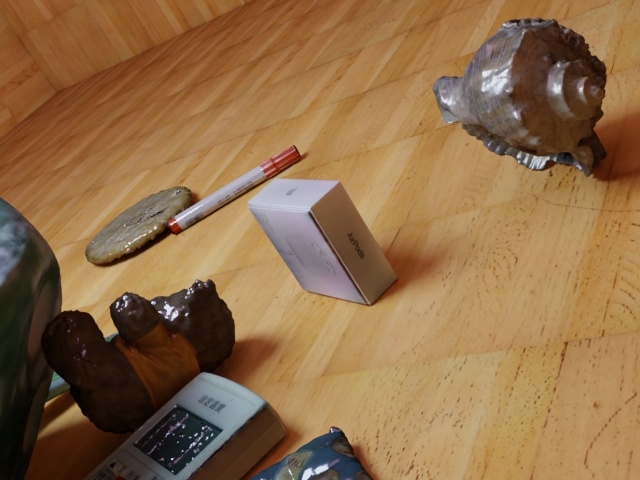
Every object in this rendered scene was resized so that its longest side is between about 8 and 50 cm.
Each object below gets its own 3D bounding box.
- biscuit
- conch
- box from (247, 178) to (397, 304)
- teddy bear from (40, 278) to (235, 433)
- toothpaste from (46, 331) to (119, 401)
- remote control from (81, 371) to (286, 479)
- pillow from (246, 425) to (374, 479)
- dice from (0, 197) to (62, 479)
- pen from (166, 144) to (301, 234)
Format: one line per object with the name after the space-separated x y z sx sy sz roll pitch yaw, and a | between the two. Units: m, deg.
-0.308 -0.029 1.545 0.219 0.033 0.220 -28 21 12 | biscuit
0.208 -0.139 0.941 0.163 0.178 0.245 -37 22 -24 | conch
0.000 0.000 0.982 0.051 0.130 0.129 -44 26 -23 | box
-0.174 0.121 0.958 0.190 0.177 0.140 -37 63 -25 | teddy bear
-0.347 0.180 1.124 0.296 0.048 0.075 -27 21 -21 | toothpaste
-0.189 0.254 0.809 0.344 0.050 0.145 -42 25 -24 | remote control
-0.026 0.241 0.653 0.189 0.034 0.255 -34 23 -5 | pillow
-0.451 0.141 0.859 0.330 0.328 0.348 12 34 -4 | dice
-0.137 -0.080 1.443 0.239 0.028 0.028 -31 23 2 | pen
